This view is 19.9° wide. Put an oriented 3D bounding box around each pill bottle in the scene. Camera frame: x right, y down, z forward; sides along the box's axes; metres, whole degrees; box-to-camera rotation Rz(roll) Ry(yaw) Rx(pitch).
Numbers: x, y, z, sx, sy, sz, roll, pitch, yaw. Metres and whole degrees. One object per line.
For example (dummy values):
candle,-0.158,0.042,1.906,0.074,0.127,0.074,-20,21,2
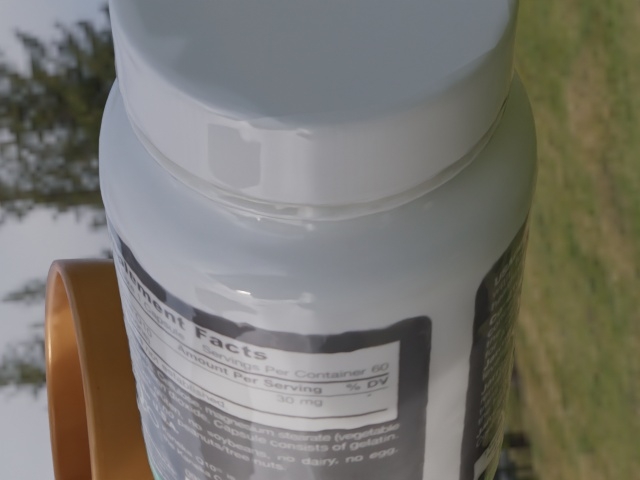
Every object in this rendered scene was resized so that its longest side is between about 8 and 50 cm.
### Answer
pill bottle,0.000,0.000,0.889,0.361,0.204,0.204,90,177,-52

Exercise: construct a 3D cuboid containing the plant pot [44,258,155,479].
plant pot,-0.111,0.151,1.514,0.291,0.203,0.291,175,90,-75
